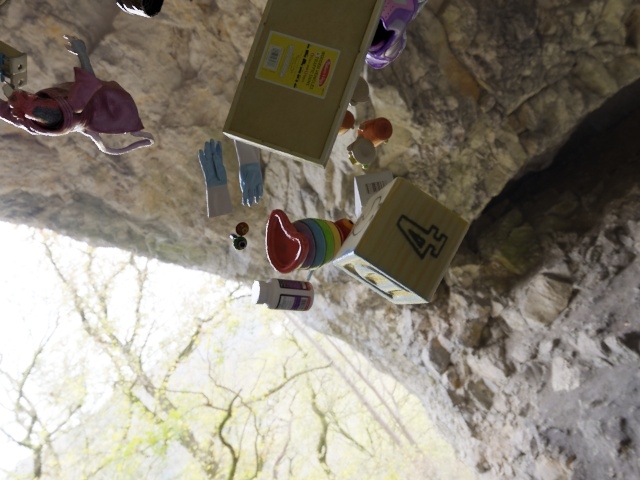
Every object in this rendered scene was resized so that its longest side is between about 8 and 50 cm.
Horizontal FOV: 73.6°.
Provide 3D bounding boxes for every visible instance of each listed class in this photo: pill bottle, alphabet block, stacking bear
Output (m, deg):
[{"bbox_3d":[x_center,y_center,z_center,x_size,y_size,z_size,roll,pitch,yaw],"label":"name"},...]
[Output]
[{"bbox_3d":[-0.128,0.183,1.448,0.108,0.194,0.108,-29,57,57],"label":"pill bottle"},{"bbox_3d":[0.172,0.009,0.952,0.197,0.193,0.192,-58,7,-15],"label":"alphabet block"},{"bbox_3d":[0.000,0.000,1.266,0.289,0.175,0.164,-9,-46,-39],"label":"stacking bear"}]

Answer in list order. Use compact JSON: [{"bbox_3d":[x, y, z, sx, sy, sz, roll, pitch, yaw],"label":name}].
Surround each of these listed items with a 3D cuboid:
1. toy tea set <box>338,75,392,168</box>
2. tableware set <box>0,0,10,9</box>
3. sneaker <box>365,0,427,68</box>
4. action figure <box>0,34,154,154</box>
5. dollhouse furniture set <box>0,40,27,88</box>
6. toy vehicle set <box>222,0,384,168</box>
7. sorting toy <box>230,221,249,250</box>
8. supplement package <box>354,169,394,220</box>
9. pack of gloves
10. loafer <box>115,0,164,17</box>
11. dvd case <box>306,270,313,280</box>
[{"bbox_3d":[0.086,-0.398,1.370,0.200,0.336,0.124,-40,16,-23],"label":"toy tea set"},{"bbox_3d":[-0.646,-0.452,0.788,0.104,0.154,0.024,-48,-19,-6],"label":"tableware set"},{"bbox_3d":[0.106,-0.371,0.767,0.104,0.095,0.236,-58,1,-7],"label":"sneaker"},{"bbox_3d":[-0.577,-0.281,0.960,0.248,0.275,0.370,-22,22,3],"label":"action figure"},{"bbox_3d":[-1.108,-0.574,1.426,0.129,0.129,0.183,-57,6,40],"label":"dollhouse furniture set"},{"bbox_3d":[-0.027,-0.261,0.651,0.035,0.166,0.266,-2,-67,-83],"label":"toy vehicle set"},{"bbox_3d":[-0.268,-0.011,1.443,0.061,0.101,0.042,-2,13,-32],"label":"sorting toy"},{"bbox_3d":[0.156,-0.096,1.203,0.105,0.105,0.179,-11,-30,1],"label":"supplement package"},{"bbox_3d":[-0.273,-0.203,1.300,0.195,0.232,0.046,-18,25,-33],"label":"pack of gloves"},{"bbox_3d":[-0.393,-0.728,1.071,0.134,0.130,0.365,-18,-34,-55],"label":"loafer"},{"bbox_3d":[-0.026,0.092,1.599,0.119,0.013,0.087,-81,15,-71],"label":"dvd case"}]
